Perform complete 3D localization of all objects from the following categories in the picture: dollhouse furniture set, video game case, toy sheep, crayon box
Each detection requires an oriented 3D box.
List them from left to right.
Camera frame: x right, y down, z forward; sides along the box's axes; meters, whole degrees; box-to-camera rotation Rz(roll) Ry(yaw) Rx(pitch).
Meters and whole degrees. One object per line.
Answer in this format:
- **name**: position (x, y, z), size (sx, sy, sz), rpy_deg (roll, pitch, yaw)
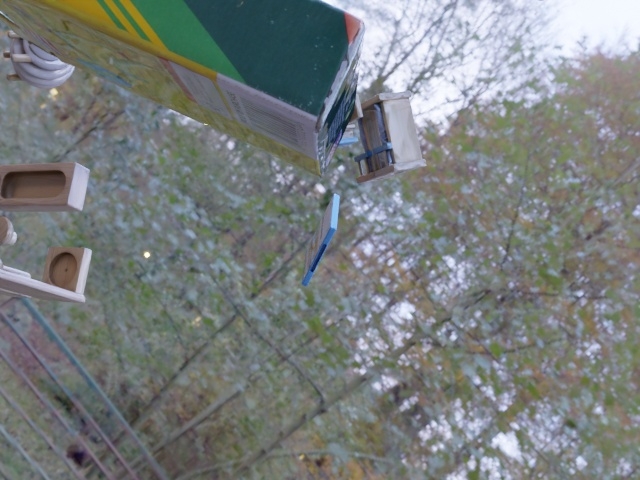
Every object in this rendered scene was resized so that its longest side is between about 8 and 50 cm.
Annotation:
- **dollhouse furniture set**: position (-0.329, -0.024, 0.735), size (0.144, 0.151, 0.123), rpy_deg (1, -15, 22)
- **toy sheep**: position (-0.371, -0.247, 0.938), size (0.091, 0.091, 0.132), rpy_deg (55, -29, -11)
- **crayon box**: position (-0.127, -0.163, 0.547), size (0.318, 0.081, 0.202), rpy_deg (24, -4, 2)
- **video game case**: position (0.000, 0.000, 1.466), size (0.015, 0.119, 0.166), rpy_deg (19, -53, -10)
- **dollhouse furniture set**: position (0.053, -0.163, 1.171), size (0.129, 0.183, 0.129), rpy_deg (-14, -92, 63)
